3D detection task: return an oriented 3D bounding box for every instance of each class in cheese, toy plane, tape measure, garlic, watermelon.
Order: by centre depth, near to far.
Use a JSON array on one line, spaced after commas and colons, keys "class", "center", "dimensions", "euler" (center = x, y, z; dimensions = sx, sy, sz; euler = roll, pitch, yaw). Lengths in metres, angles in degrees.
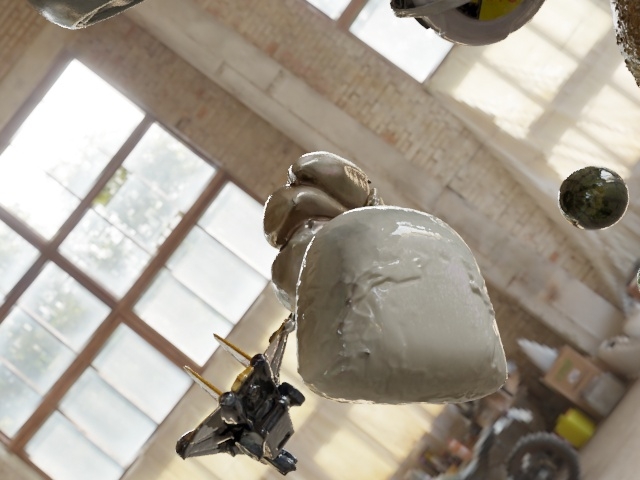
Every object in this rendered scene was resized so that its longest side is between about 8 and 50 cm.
[{"class": "cheese", "center": [0.068, 0.061, 1.016], "dimensions": [0.154, 0.198, 0.189], "euler": [150, 121, -63]}, {"class": "toy plane", "center": [-0.073, 0.226, 1.306], "dimensions": [0.204, 0.103, 0.316], "euler": [-49, -29, -21]}, {"class": "tape measure", "center": [0.192, -0.342, 1.355], "dimensions": [0.120, 0.236, 0.197], "euler": [-108, 23, -60]}, {"class": "watermelon", "center": [0.443, -0.065, 1.728], "dimensions": [0.105, 0.133, 0.105], "euler": [-28, 57, 57]}, {"class": "garlic", "center": [0.001, -0.001, 1.776], "dimensions": [0.325, 0.132, 0.279], "euler": [1, -94, -58]}]

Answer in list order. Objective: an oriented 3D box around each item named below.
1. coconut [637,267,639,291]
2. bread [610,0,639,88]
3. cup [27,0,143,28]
[{"class": "coconut", "center": [0.414, 0.038, 1.250], "dimensions": [0.096, 0.088, 0.088], "euler": [-62, -11, 18]}, {"class": "bread", "center": [0.487, -0.275, 1.330], "dimensions": [0.159, 0.305, 0.305], "euler": [-38, -16, -38]}, {"class": "cup", "center": [-0.275, -0.398, 1.155], "dimensions": [0.205, 0.312, 0.205], "euler": [-27, 9, 5]}]
